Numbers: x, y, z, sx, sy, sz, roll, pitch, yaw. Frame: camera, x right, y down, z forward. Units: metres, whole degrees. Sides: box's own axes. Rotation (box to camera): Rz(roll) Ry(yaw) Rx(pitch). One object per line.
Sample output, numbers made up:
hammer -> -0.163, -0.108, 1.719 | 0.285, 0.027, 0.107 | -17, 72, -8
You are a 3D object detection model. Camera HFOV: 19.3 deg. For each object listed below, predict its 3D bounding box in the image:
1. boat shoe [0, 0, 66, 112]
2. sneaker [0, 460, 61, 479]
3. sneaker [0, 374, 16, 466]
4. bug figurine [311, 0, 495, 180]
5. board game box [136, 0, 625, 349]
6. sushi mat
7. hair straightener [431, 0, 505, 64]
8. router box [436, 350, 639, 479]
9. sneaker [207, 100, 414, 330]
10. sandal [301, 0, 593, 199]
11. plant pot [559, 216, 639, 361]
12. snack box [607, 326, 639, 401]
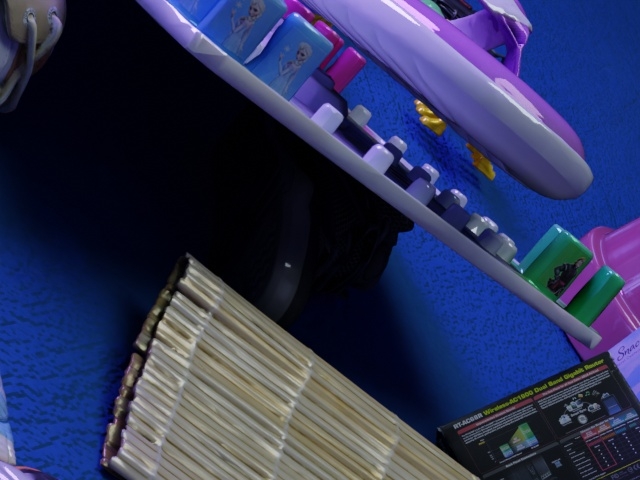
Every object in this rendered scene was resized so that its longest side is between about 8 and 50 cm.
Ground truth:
boat shoe -> -0.184, -0.122, 0.975 | 0.103, 0.113, 0.302 | 33, 25, -19
sneaker -> -0.031, 0.214, 0.682 | 0.180, 0.124, 0.321 | 19, 36, -48
sneaker -> -0.190, 0.045, 0.731 | 0.162, 0.063, 0.073 | 30, 45, -39
bug figurine -> 0.059, -0.176, 1.530 | 0.279, 0.072, 0.216 | 36, 19, -30
board game box -> -0.024, -0.121, 1.151 | 0.390, 0.050, 0.390 | 34, 8, -44
sushi mat -> 0.025, 0.144, 0.991 | 0.316, 0.019, 0.151 | 38, 42, -22
hair straightener -> 0.093, -0.223, 1.744 | 0.230, 0.047, 0.089 | 41, 23, -27
router box -> 0.144, 0.133, 1.142 | 0.038, 0.122, 0.092 | 87, -22, -59
sneaker -> 0.000, 0.000, 1.139 | 0.130, 0.087, 0.227 | 33, 20, -17
sandal -> 0.050, -0.161, 1.153 | 0.169, 0.102, 0.416 | 36, 7, -38
plant pot -> 0.314, 0.043, 1.512 | 0.201, 0.180, 0.201 | 39, 24, -22
snack box -> 0.284, 0.131, 1.319 | 0.207, 0.174, 0.070 | 34, 29, -33
